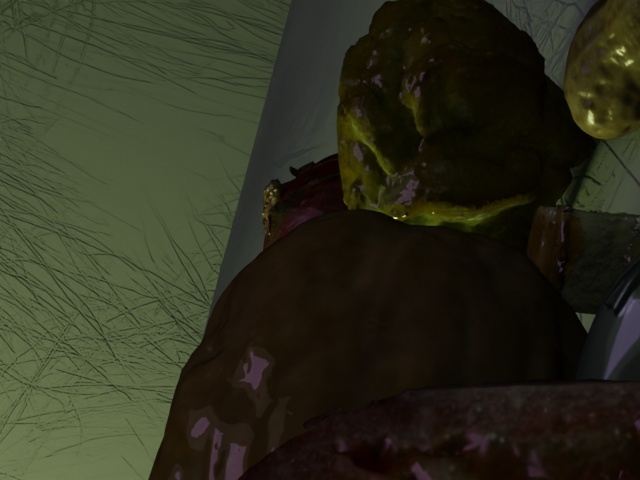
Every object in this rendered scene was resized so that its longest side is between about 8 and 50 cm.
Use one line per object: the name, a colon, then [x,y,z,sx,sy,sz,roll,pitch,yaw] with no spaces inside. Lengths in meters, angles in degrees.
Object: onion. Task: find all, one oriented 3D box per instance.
onion: [0.009,0.007,1.671,0.248,0.161,0.248,10,-90,-81]

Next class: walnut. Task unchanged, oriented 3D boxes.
walnut: [0.035,0.161,0.880,0.306,0.306,0.344,119,168,-46]

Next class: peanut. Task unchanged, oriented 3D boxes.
peanut: [0.224,-0.143,0.987,0.193,0.089,0.089,114,168,-52]

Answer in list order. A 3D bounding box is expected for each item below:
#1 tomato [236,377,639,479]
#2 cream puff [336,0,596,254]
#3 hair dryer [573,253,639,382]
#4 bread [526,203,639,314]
tomato: [0.081,0.218,0.607,0.338,0.338,0.144,-84,-24,-48]
cream puff: [0.106,-0.077,1.152,0.196,0.244,0.244,-4,65,45]
hair dryer: [0.243,0.018,0.705,0.267,0.092,0.229,7,73,65]
bread: [0.182,0.013,0.966,0.083,0.076,0.070,-153,70,-79]
